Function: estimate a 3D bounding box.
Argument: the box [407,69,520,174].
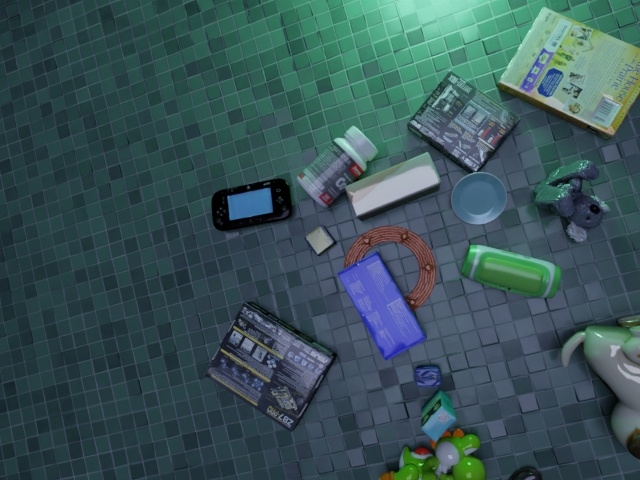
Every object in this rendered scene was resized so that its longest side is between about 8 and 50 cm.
[{"bbox_3d":[0.502,-0.415,1.795,0.307,0.076,0.242,39,94,11],"label":"box"}]

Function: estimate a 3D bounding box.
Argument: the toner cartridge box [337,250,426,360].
[{"bbox_3d":[0.216,0.226,1.782,0.165,0.075,0.347,-30,82,8],"label":"toner cartridge box"}]

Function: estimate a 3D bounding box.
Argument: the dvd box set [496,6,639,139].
[{"bbox_3d":[0.876,-0.575,1.736,0.421,0.062,0.307,30,92,12],"label":"dvd box set"}]

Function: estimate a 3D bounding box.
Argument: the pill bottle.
[{"bbox_3d":[0.064,-0.266,1.832,0.283,0.161,0.161,-44,79,6],"label":"pill bottle"}]

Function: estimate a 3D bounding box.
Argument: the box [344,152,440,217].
[{"bbox_3d":[0.258,-0.185,1.796,0.311,0.148,0.121,-22,82,8],"label":"box"}]

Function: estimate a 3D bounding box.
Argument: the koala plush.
[{"bbox_3d":[0.845,-0.122,1.675,0.221,0.203,0.196,39,82,-9],"label":"koala plush"}]

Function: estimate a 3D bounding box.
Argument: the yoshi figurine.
[{"bbox_3d":[0.397,0.794,1.691,0.362,0.203,0.202,-32,97,6],"label":"yoshi figurine"}]

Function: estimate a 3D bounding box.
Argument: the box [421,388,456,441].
[{"bbox_3d":[0.385,0.570,1.668,0.060,0.244,0.100,41,95,11],"label":"box"}]

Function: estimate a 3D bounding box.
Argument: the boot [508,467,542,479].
[{"bbox_3d":[0.621,0.863,1.608,0.091,0.229,0.263,44,95,11],"label":"boot"}]

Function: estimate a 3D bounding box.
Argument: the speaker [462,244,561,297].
[{"bbox_3d":[0.640,0.104,1.708,0.297,0.131,0.131,15,89,12],"label":"speaker"}]

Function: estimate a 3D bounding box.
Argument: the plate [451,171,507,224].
[{"bbox_3d":[0.553,-0.148,1.771,0.188,0.024,0.188,3,109,9],"label":"plate"}]

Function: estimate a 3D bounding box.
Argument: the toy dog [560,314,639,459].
[{"bbox_3d":[0.980,0.455,1.540,0.396,0.284,0.407,-12,86,11],"label":"toy dog"}]

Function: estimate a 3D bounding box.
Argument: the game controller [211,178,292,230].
[{"bbox_3d":[-0.266,-0.137,1.940,0.320,0.067,0.166,-10,84,10],"label":"game controller"}]

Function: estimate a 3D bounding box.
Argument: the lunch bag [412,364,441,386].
[{"bbox_3d":[0.371,0.474,1.769,0.099,0.065,0.067,-7,85,11],"label":"lunch bag"}]

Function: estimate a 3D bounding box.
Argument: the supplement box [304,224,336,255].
[{"bbox_3d":[0.000,0.000,1.881,0.083,0.056,0.083,-38,80,7],"label":"supplement box"}]

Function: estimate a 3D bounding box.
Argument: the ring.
[{"bbox_3d":[0.248,0.112,1.836,0.337,0.032,0.336,-1,86,11],"label":"ring"}]

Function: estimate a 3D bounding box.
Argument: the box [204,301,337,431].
[{"bbox_3d":[-0.185,0.459,1.870,0.395,0.097,0.318,29,91,12],"label":"box"}]
